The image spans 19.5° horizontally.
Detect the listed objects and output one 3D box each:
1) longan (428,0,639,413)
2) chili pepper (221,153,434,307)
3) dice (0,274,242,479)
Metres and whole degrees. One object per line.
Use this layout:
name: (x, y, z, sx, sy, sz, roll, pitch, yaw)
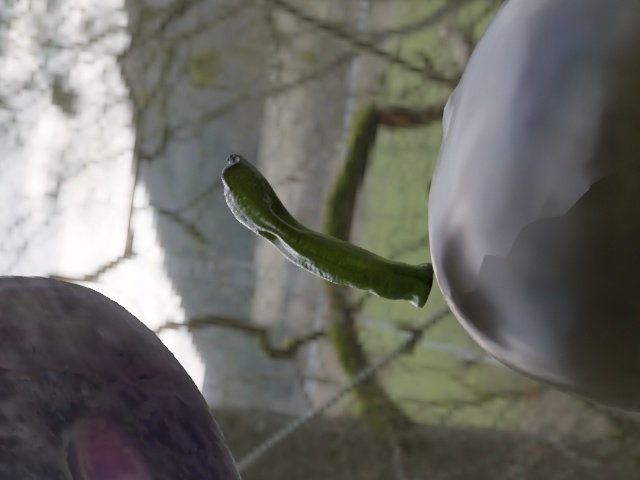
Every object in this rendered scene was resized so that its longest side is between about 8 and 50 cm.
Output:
longan: (0.143, -0.022, 0.806, 0.196, 0.197, 0.220, -79, 15, -45)
chili pepper: (0.000, 0.000, 1.538, 0.050, 0.202, 0.052, -63, -4, 29)
dice: (-0.215, 0.193, 1.101, 0.270, 0.271, 0.270, 8, -125, -57)
